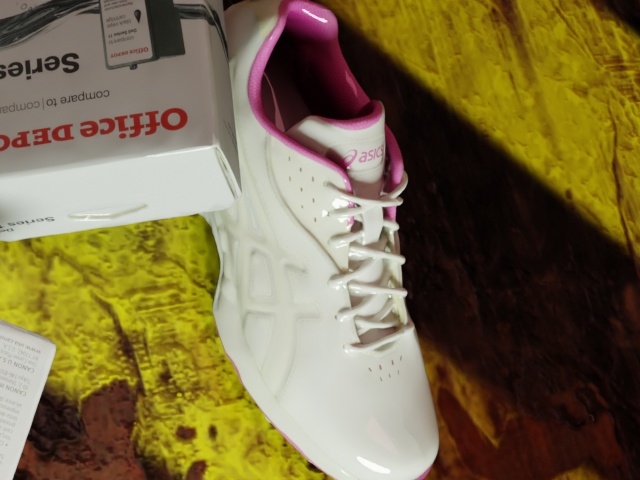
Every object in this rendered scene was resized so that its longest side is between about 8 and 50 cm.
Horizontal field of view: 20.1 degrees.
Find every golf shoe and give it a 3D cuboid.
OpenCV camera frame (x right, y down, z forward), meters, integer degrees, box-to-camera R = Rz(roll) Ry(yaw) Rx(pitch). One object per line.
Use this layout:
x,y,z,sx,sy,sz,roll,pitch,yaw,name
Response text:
0.000,0.000,1.052,0.115,0.140,0.306,-22,85,-41,golf shoe

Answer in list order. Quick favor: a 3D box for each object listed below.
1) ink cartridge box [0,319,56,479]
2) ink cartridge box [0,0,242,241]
-0.251,0.124,0.889,0.181,0.056,0.225,24,76,-25,ink cartridge box
-0.130,-0.117,0.999,0.153,0.087,0.208,-9,71,4,ink cartridge box
